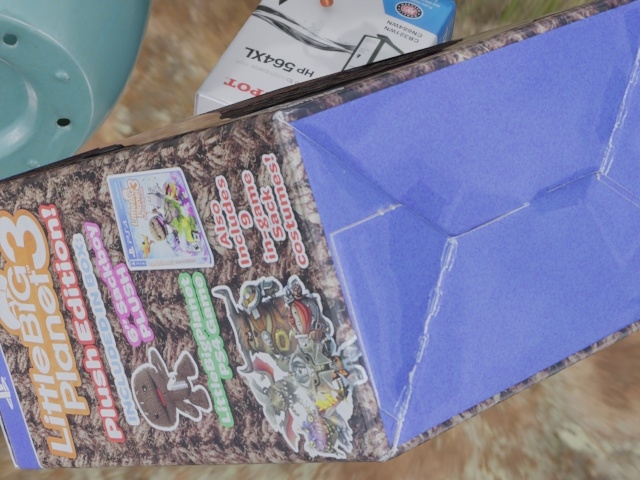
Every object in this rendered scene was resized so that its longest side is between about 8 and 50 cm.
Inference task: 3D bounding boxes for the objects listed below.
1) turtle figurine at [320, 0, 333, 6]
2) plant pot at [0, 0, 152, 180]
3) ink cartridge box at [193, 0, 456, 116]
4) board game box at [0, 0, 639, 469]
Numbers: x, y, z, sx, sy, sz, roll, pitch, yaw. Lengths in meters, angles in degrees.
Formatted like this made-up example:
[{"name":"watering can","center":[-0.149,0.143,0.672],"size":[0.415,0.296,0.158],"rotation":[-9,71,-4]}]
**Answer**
[{"name":"turtle figurine","center":[0.098,-0.283,1.457],"size":[0.217,0.087,0.269],"rotation":[33,109,44]},{"name":"plant pot","center":[-0.247,-0.176,1.301],"size":[0.293,0.293,0.235],"rotation":[-10,51,3]},{"name":"ink cartridge box","center":[0.004,-0.129,1.543],"size":[0.148,0.086,0.203],"rotation":[22,50,11]},{"name":"board game box","center":[0.000,0.000,0.885],"size":[0.232,0.291,0.141],"rotation":[-22,98,-38]}]
